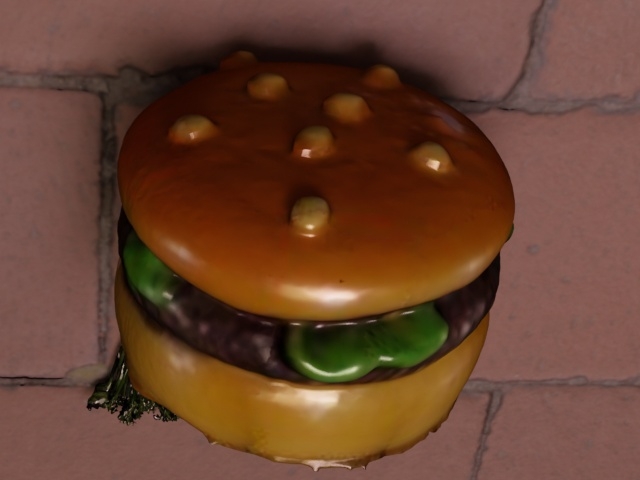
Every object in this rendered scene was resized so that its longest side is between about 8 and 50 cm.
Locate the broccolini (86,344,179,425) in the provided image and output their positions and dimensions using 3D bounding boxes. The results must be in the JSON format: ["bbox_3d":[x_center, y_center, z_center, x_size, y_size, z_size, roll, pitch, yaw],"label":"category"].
[{"bbox_3d":[-0.160,0.118,1.634,0.123,0.062,0.271,17,122,-28],"label":"broccolini"}]

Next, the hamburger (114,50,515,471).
[{"bbox_3d":[0.000,0.000,1.347,0.395,0.396,0.277,4,127,-7],"label":"hamburger"}]
